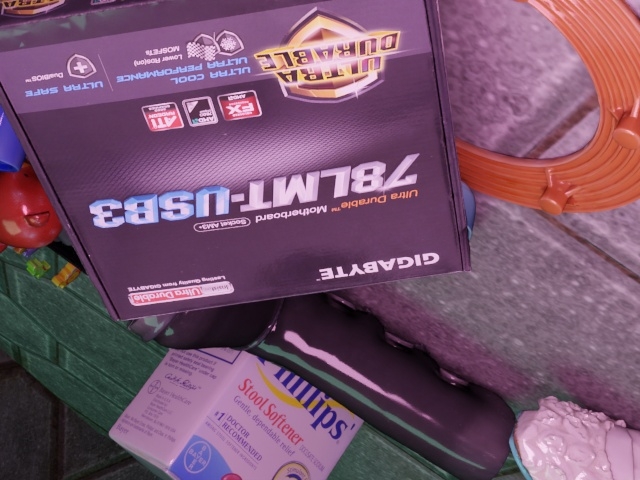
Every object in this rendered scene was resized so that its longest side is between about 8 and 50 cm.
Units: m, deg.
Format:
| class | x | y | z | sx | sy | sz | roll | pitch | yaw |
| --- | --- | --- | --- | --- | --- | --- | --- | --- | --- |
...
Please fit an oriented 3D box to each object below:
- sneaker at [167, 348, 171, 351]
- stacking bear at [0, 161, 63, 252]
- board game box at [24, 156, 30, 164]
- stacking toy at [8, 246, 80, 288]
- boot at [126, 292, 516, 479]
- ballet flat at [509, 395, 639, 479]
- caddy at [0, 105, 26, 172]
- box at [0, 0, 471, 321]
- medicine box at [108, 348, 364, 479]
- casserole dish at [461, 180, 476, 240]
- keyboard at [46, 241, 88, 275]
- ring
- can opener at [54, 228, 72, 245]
| class | x | y | z | sx | sy | sz | roll | pitch | yaw |
| --- | --- | --- | --- | --- | --- | --- | --- | --- | --- |
| sneaker | -0.239 | 0.113 | 1.772 | 0.161 | 0.102 | 0.282 | 29 | 148 | 22 |
| stacking bear | -0.487 | -0.039 | 1.525 | 0.289 | 0.164 | 0.175 | -4 | -175 | 15 |
| board game box | -0.406 | -0.126 | 1.554 | 0.141 | 0.048 | 0.170 | 22 | 156 | 33 |
| stacking toy | -0.490 | -0.003 | 1.839 | 0.167 | 0.052 | 0.221 | 43 | 175 | 7 |
| boot | 0.019 | 0.146 | 1.254 | 0.445 | 0.146 | 0.367 | 37 | -171 | -4 |
| ballet flat | 0.377 | 0.291 | 1.239 | 0.409 | 0.147 | 0.147 | 42 | 158 | -28 |
| caddy | -0.457 | -0.200 | 1.303 | 0.341 | 0.179 | 0.241 | 9 | 171 | 46 |
| box | -0.052 | -0.072 | 0.792 | 0.296 | 0.073 | 0.293 | -7 | 136 | 7 |
| medicine box | -0.099 | 0.245 | 1.566 | 0.149 | 0.289 | 0.263 | 14 | 151 | 47 |
| casserole dish | 0.087 | -0.036 | 0.988 | 0.114 | 0.037 | 0.188 | 26 | 172 | 8 |
| keyboard | -0.432 | 0.000 | 1.864 | 0.100 | 0.038 | 0.192 | 43 | 176 | 31 |
| ring | 0.104 | -0.125 | 0.834 | 0.337 | 0.032 | 0.336 | 29 | 158 | 13 |
| can opener | -0.476 | -0.080 | 1.689 | 0.076 | 0.095 | 0.283 | 14 | 148 | 44 |
